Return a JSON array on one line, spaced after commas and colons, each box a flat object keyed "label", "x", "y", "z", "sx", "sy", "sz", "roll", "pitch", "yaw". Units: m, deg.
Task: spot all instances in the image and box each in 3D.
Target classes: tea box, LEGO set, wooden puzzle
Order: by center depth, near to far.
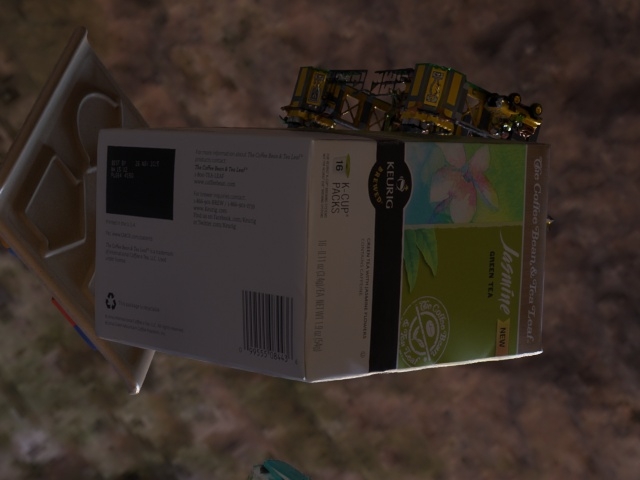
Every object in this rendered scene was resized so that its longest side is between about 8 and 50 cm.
[{"label": "tea box", "x": 0.000, "y": 0.000, "z": 1.520, "sx": 0.329, "sy": 0.323, "sz": 0.220, "roll": 7, "pitch": -82, "yaw": 48}, {"label": "LEGO set", "x": 0.100, "y": -0.085, "z": 1.842, "sx": 0.331, "sy": 0.192, "sz": 0.255, "roll": 8, "pitch": -9, "yaw": 45}, {"label": "wooden puzzle", "x": -0.277, "y": -0.034, "z": 1.879, "sx": 0.348, "sy": 0.080, "sz": 0.322, "roll": 60, "pitch": 32, "yaw": -35}]

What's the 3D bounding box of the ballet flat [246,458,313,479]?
[{"label": "ballet flat", "x": 0.012, "y": 0.267, "z": 1.347, "sx": 0.091, "sy": 0.077, "sz": 0.241, "roll": 21, "pitch": 2, "yaw": -38}]
